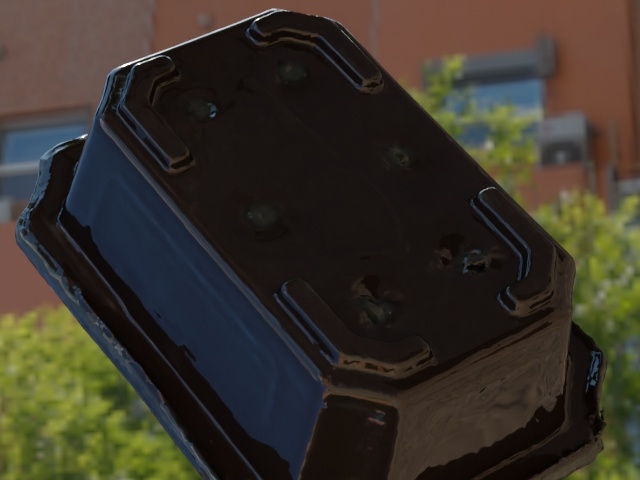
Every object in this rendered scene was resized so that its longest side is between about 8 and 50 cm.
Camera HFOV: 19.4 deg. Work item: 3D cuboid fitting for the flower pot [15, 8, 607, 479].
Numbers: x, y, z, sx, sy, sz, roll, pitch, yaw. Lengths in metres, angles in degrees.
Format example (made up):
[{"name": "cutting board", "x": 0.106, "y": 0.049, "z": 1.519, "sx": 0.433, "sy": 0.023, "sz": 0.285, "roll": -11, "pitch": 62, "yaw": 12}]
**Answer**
[{"name": "flower pot", "x": 0.000, "y": 0.000, "z": 0.752, "sx": 0.179, "sy": 0.251, "sz": 0.084, "roll": -24, "pitch": -34, "yaw": -29}]
